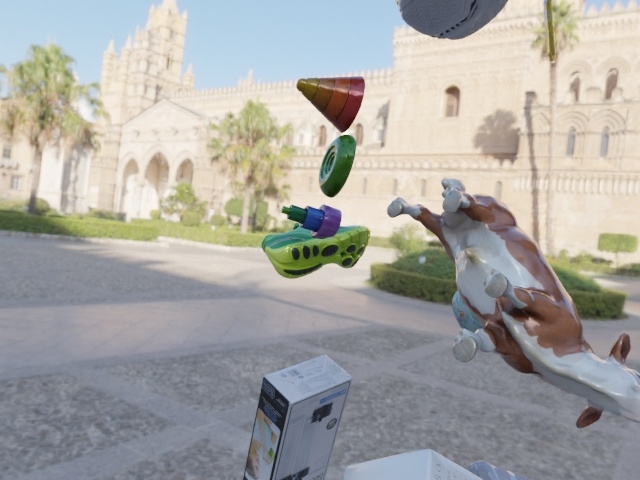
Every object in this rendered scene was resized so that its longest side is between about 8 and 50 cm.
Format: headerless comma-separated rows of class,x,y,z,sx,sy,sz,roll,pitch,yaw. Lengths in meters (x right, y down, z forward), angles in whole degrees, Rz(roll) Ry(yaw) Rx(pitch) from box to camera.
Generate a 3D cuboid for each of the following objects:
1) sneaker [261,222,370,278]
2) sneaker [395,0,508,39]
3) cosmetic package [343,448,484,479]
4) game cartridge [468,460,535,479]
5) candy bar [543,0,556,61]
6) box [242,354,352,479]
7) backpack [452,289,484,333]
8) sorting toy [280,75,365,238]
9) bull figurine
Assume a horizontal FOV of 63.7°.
sneaker,0.000,0.000,1.111,0.296,0.109,0.123,-7,37,-47
sneaker,0.089,-0.393,0.600,0.366,0.210,0.137,12,-36,-44
cosmetic package,0.129,0.366,0.505,0.225,0.224,0.138,36,-44,-20
game cartridge,0.290,0.454,0.663,0.198,0.297,0.062,28,-52,-33
candy bar,0.602,-0.553,1.351,0.018,0.161,0.040,-9,14,7
box,-0.050,0.392,1.044,0.169,0.289,0.087,-7,29,-43
backpack,0.348,0.115,0.990,0.182,0.152,0.115,-25,-8,-28
sorting toy,-0.009,-0.181,0.988,0.126,0.365,0.127,18,-24,-18
bull figurine,0.194,0.053,0.528,0.188,0.101,0.310,22,31,-38
